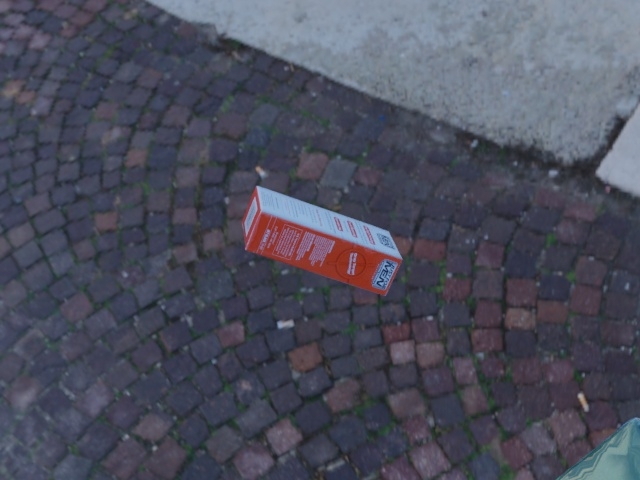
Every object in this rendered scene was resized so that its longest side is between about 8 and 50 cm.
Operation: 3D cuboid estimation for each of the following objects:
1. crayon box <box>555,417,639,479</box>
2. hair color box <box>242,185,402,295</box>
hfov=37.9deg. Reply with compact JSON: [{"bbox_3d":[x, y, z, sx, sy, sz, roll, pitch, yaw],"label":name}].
[{"bbox_3d":[0.182,0.279,0.675,0.323,0.203,0.083,-47,37,22],"label":"crayon box"},{"bbox_3d":[0.000,0.000,0.871,0.141,0.043,0.072,18,19,-14],"label":"hair color box"}]
